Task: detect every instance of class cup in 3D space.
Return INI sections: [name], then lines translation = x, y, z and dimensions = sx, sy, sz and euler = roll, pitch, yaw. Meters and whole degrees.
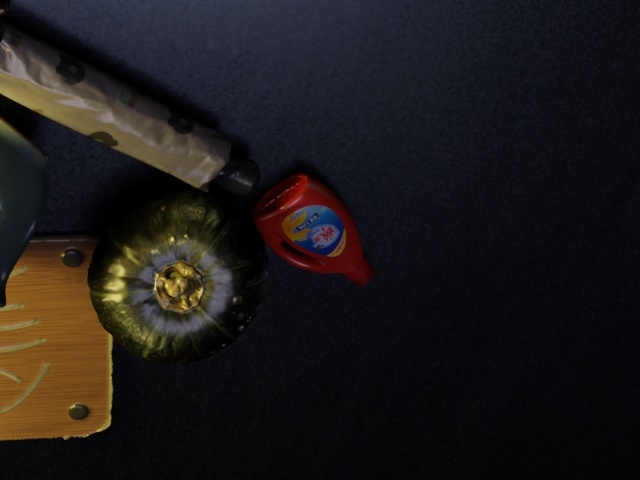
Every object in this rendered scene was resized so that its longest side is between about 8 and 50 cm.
[cup]
translation = -0.346, -0.051, 1.261
dimensions = 0.150, 0.199, 0.199
euler = -50, 122, -5

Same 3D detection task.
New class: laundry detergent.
[laundry detergent]
translation = 0.000, 0.000, 1.442
dimensions = 0.097, 0.049, 0.165
euler = -33, 125, 16

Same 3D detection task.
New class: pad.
[pad]
translation = -0.378, 0.118, 1.441
dimensions = 0.286, 0.018, 0.284
euler = -1, 122, -12

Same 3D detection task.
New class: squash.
[squash]
translation = -0.151, 0.037, 1.365
dimensions = 0.193, 0.156, 0.193
euler = 1, 118, 2

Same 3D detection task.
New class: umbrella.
[umbrella]
translation = -0.205, -0.127, 1.293
dimensions = 0.337, 0.073, 0.067
euler = 27, 113, -28

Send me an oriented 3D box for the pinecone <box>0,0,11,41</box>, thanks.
[pinecone]
translation = -0.385, -0.212, 1.109
dimensions = 0.229, 0.202, 0.201
euler = 30, 152, 12
